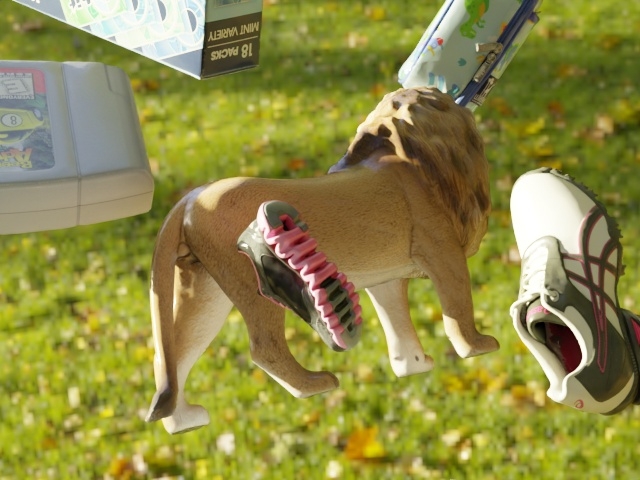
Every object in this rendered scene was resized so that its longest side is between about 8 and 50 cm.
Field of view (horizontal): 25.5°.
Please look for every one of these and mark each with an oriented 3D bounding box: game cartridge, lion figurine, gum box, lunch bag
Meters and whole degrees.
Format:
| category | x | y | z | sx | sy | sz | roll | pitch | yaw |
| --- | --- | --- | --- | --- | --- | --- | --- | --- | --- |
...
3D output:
| category | x | y | z | sx | sy | sz | roll | pitch | yaw |
| --- | --- | --- | --- | --- | --- | --- | --- | --- | --- |
| game cartridge | -0.287 | -0.077 | 1.126 | 0.294 | 0.060 | 0.196 | -1 | 40 | -16 |
| lion figurine | 0.000 | 0.000 | 1.111 | 0.392 | 0.240 | 0.142 | -9 | -10 | -42 |
| gum box | -0.089 | -0.186 | 0.656 | 0.157 | 0.184 | 0.041 | 26 | 33 | 36 |
| lunch bag | 0.161 | -0.211 | 1.457 | 0.090 | 0.176 | 0.219 | 34 | 6 | 2 |

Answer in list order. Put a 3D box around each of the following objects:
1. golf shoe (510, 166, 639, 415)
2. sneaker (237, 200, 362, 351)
| category | x | y | z | sx | sy | sz | roll | pitch | yaw |
| --- | --- | --- | --- | --- | --- | --- | --- | --- | --- |
| golf shoe | 0.242 | 0.042 | 1.396 | 0.120 | 0.105 | 0.273 | 3 | 56 | -39 |
| sneaker | -0.017 | 0.032 | 0.997 | 0.057 | 0.119 | 0.047 | -39 | -11 | 33 |
